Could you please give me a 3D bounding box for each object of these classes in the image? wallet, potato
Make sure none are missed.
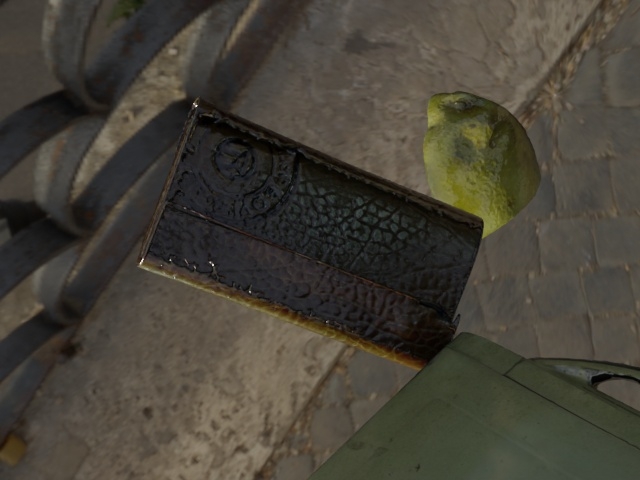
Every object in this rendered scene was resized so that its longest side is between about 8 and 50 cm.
[{"bbox_3d":[0.000,0.000,0.823,0.243,0.039,0.133,22,78,-16],"label":"wallet"},{"bbox_3d":[0.171,-0.085,1.244,0.081,0.120,0.149,-22,114,43],"label":"potato"}]

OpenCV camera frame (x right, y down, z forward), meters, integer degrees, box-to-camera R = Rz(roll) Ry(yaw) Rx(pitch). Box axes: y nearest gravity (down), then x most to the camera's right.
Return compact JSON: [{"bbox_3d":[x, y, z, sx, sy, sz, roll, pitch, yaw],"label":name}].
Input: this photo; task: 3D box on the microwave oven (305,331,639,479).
[{"bbox_3d":[0.162,0.277,0.682,0.333,0.394,0.247,-42,120,-13],"label":"microwave oven"}]
